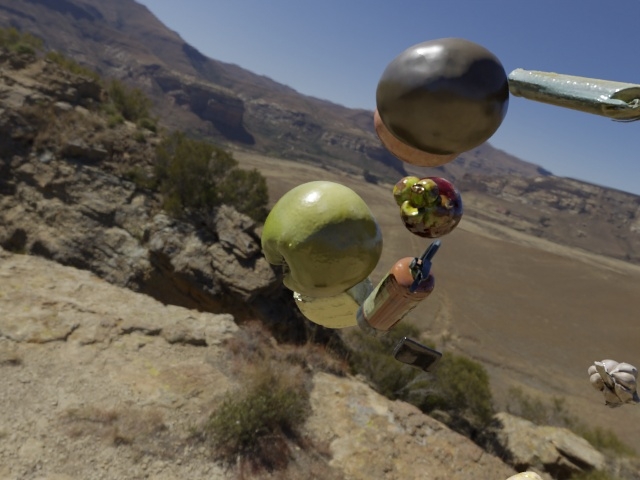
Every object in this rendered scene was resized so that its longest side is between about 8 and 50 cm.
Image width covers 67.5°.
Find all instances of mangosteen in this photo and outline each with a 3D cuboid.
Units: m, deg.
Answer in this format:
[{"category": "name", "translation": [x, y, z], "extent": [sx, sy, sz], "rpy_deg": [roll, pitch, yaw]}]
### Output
[{"category": "mangosteen", "translation": [0.243, -0.073, 1.111], "extent": [0.156, 0.145, 0.181], "rpy_deg": [13, 18, 31]}]

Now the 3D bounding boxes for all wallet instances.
[{"category": "wallet", "translation": [0.300, 0.357, 1.488], "extent": [0.157, 0.082, 0.018], "rpy_deg": [25, 14, -20]}]

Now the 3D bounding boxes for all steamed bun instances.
[{"category": "steamed bun", "translation": [0.048, 0.169, 1.561], "extent": [0.232, 0.165, 0.273], "rpy_deg": [-19, -40, 29]}]

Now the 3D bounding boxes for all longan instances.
[{"category": "longan", "translation": [0.227, -0.268, 0.915], "extent": [0.249, 0.247, 0.248], "rpy_deg": [16, 13, -4]}]

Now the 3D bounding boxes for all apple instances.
[{"category": "apple", "translation": [0.356, -0.410, 1.639], "extent": [0.345, 0.344, 0.269], "rpy_deg": [19, 14, 7]}, {"category": "apple", "translation": [0.000, 0.000, 1.177], "extent": [0.254, 0.291, 0.292], "rpy_deg": [-37, 44, -28]}]

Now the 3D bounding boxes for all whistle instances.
[{"category": "whistle", "translation": [0.433, -0.255, 0.830], "extent": [0.068, 0.057, 0.326], "rpy_deg": [-7, 25, -8]}]

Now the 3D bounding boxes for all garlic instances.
[{"category": "garlic", "translation": [0.846, 0.400, 1.410], "extent": [0.194, 0.127, 0.131], "rpy_deg": [36, -36, -24]}]

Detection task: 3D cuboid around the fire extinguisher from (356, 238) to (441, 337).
[{"category": "fire extinguisher", "translation": [0.213, 0.113, 1.275], "extent": [0.113, 0.376, 0.200], "rpy_deg": [19, 56, -6]}]

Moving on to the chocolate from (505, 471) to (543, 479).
[{"category": "chocolate", "translation": [0.505, 0.760, 1.300], "extent": [0.309, 0.134, 0.134], "rpy_deg": [-36, 42, -25]}]
